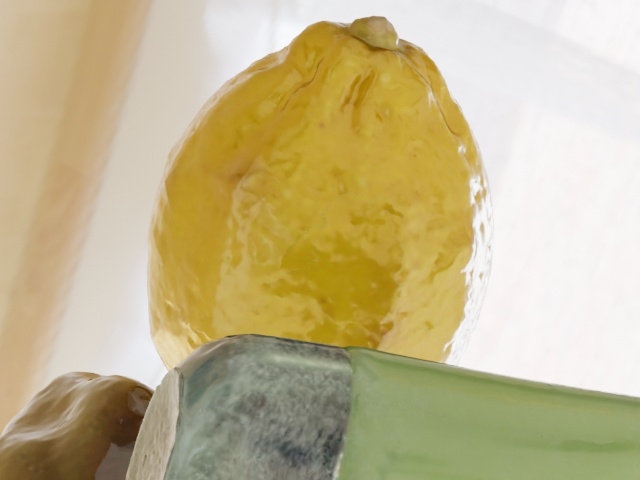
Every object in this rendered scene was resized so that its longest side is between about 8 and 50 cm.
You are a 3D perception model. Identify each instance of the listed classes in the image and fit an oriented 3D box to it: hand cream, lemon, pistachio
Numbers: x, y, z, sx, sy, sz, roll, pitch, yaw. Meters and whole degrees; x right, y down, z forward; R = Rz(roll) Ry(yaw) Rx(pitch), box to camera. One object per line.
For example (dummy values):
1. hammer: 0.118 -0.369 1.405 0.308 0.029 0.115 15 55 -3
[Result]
1. hand cream: 0.039 0.068 0.456 0.175 0.046 0.095 12 106 -22
2. lemon: 0.000 0.000 0.591 0.114 0.114 0.155 -29 135 -50
3. pistachio: -0.110 0.133 0.880 0.110 0.189 0.100 -5 142 -17
